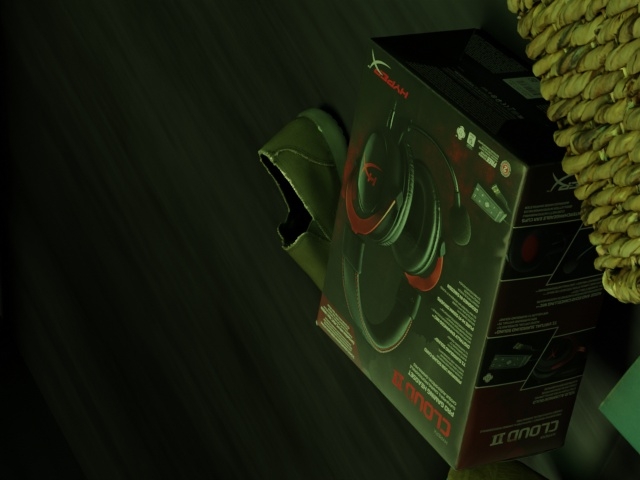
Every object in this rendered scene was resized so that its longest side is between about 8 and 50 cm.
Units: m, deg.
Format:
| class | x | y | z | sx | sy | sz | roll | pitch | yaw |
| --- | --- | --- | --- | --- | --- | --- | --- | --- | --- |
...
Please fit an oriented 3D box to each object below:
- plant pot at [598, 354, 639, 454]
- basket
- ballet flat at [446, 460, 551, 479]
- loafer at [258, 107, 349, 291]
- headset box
| class | x | y | z | sx | sy | sz | roll | pitch | yaw |
| --- | --- | --- | --- | --- | --- | --- | --- | --- | --- |
| plant pot | 0.313 | 0.120 | 1.075 | 0.234 | 0.166 | 0.165 | 54 | 157 | 17 |
| basket | 0.239 | -0.104 | 0.930 | 0.299 | 0.214 | 0.223 | 139 | 113 | -81 |
| ballet flat | 0.229 | 0.313 | 1.560 | 0.342 | 0.116 | 0.124 | 63 | 146 | 6 |
| loafer | 0.000 | 0.000 | 1.825 | 0.094 | 0.087 | 0.251 | 7 | 117 | 67 |
| headset box | 0.109 | 0.016 | 1.441 | 0.218 | 0.110 | 0.293 | 46 | 135 | 45 |
